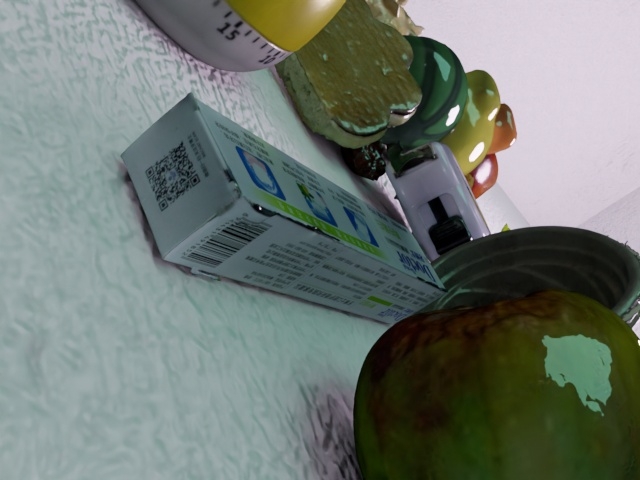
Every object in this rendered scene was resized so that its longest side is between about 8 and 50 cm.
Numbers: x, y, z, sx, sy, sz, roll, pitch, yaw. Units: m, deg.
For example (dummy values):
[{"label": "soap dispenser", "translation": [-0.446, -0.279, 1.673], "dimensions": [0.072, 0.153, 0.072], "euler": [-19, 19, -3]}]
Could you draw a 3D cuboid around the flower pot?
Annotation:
[{"label": "flower pot", "translation": [0.205, 0.094, 0.705], "dimensions": [0.235, 0.235, 0.141], "euler": [-80, 155, -66]}]

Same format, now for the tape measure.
[{"label": "tape measure", "translation": [0.150, -0.041, 0.939], "dimensions": [0.179, 0.105, 0.196], "euler": [64, 13, 3]}]

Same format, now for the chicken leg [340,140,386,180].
[{"label": "chicken leg", "translation": [0.048, -0.145, 0.962], "dimensions": [0.089, 0.048, 0.219], "euler": [47, 19, -34]}]

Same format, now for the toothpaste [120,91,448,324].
[{"label": "toothpaste", "translation": [0.000, 0.000, 0.534], "dimensions": [0.336, 0.067, 0.081], "euler": [25, 34, -59]}]

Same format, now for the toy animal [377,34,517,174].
[{"label": "toy animal", "translation": [0.177, -0.198, 1.170], "dimensions": [0.338, 0.215, 0.191], "euler": [27, 59, -51]}]

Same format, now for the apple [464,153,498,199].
[{"label": "apple", "translation": [0.315, -0.172, 1.565], "dimensions": [0.158, 0.147, 0.156], "euler": [39, 2, -43]}]

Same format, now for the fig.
[{"label": "fig", "translation": [0.108, 0.117, 0.420], "dimensions": [0.181, 0.180, 0.191], "euler": [40, 46, -39]}]

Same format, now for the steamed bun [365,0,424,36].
[{"label": "steamed bun", "translation": [0.102, -0.394, 1.302], "dimensions": [0.292, 0.137, 0.295], "euler": [61, 1, 23]}]

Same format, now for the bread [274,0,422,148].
[{"label": "bread", "translation": [0.030, -0.234, 0.919], "dimensions": [0.207, 0.056, 0.287], "euler": [-6, 63, -33]}]

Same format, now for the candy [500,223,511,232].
[{"label": "candy", "translation": [0.474, 0.078, 1.641], "dimensions": [0.246, 0.069, 0.149], "euler": [57, 22, -8]}]

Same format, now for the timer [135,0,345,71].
[{"label": "timer", "translation": [-0.052, -0.319, 0.649], "dimensions": [0.285, 0.285, 0.285], "euler": [48, 19, -22]}]
